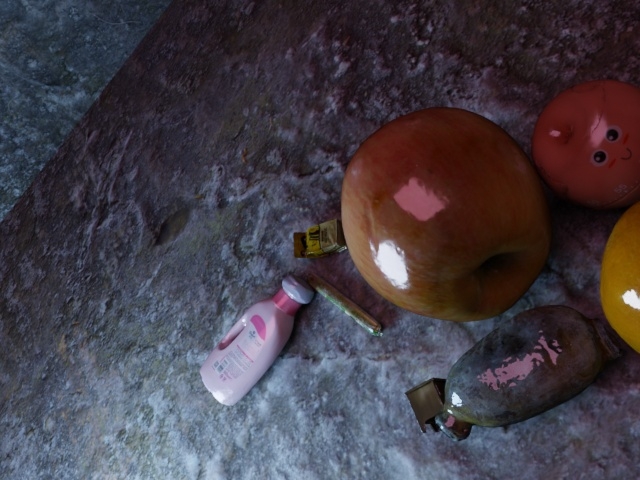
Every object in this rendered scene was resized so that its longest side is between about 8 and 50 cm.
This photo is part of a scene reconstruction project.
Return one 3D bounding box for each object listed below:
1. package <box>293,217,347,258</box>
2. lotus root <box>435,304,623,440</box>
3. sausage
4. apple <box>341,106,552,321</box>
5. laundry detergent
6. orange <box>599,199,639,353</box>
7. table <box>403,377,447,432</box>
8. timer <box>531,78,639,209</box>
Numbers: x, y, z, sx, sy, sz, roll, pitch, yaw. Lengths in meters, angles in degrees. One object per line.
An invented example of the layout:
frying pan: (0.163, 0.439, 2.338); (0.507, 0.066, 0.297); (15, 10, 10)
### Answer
package: (0.000, 0.000, 1.719); (0.131, 0.047, 0.071); (-20, 62, 31)
lotus root: (0.345, 0.229, 1.276); (0.349, 0.175, 0.175); (-32, 54, 11)
sausage: (0.051, 0.140, 1.629); (0.269, 0.033, 0.033); (36, 94, 40)
apple: (0.237, -0.038, 1.340); (0.391, 0.391, 0.346); (-52, 44, 7)
laundry detergent: (-0.146, 0.225, 1.705); (0.335, 0.088, 0.159); (-51, 49, 6)
orange: (0.584, 0.058, 1.098); (0.312, 0.312, 0.312); (-15, 62, 31)
table: (0.223, 0.319, 1.393); (0.070, 0.083, 0.082); (-35, 60, 24)
timer: (0.503, -0.169, 1.290); (0.229, 0.215, 0.229); (-167, 90, -68)
